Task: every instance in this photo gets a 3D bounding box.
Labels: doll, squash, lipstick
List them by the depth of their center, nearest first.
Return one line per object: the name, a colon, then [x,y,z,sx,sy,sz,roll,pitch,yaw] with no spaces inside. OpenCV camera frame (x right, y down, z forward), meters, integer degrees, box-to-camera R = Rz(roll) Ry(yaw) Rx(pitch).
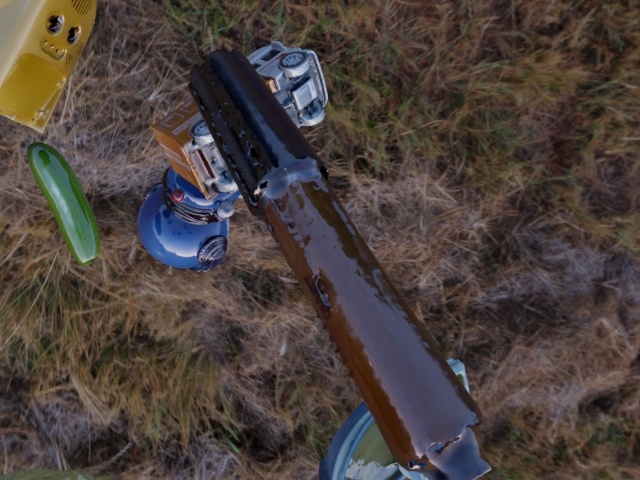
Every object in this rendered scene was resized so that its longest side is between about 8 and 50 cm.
lipstick: [0.000,0.000,0.498,0.077,0.077,0.418,-21,62,-20]
squash: [-0.560,-0.084,1.374,0.082,0.082,0.293,-26,99,-19]
doll: [-0.337,-0.067,1.584,0.240,0.310,0.284,-30,72,-40]

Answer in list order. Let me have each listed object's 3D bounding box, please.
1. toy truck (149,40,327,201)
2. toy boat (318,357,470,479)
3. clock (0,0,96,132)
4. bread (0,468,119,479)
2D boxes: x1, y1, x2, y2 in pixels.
toy truck: [-0.177,-0.286,1.395,0.387,0.207,0.173,-42,140,-21]
toy boat: [0.089,0.197,0.608,0.215,0.102,0.088,-27,111,-30]
clock: [-0.541,-0.381,1.114,0.200,0.244,0.317,35,90,2]
bread: [-0.214,0.271,0.422,0.162,0.262,0.204,0,81,-7]
